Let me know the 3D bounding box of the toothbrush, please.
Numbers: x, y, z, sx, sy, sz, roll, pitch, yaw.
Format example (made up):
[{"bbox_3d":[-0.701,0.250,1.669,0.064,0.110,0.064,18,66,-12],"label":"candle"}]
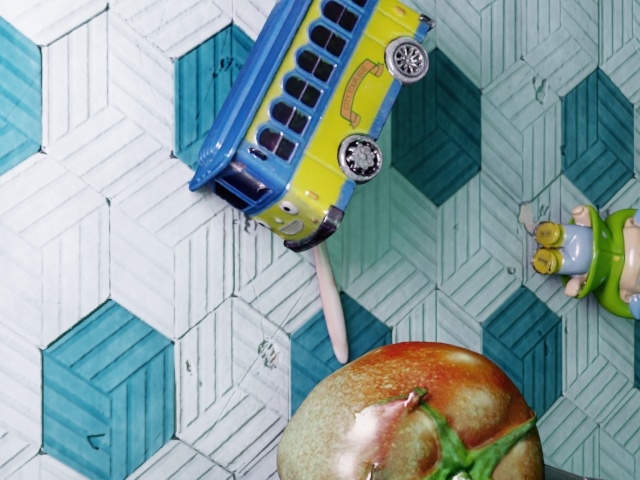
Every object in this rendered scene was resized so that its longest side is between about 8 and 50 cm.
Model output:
[{"bbox_3d":[0.000,0.000,1.753,0.025,0.029,0.307,-24,106,-47],"label":"toothbrush"}]

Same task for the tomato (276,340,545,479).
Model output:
[{"bbox_3d":[0.098,0.265,1.703,0.303,0.239,0.304,0,89,-30],"label":"tomato"}]

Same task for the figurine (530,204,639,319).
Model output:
[{"bbox_3d":[0.414,0.026,2.062,0.263,0.143,0.162,9,77,-24],"label":"figurine"}]

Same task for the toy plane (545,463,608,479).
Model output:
[{"bbox_3d":[0.380,0.354,1.935,0.212,0.267,0.088,54,52,-28],"label":"toy plane"}]

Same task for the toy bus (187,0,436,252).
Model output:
[{"bbox_3d":[-0.009,-0.149,1.645,0.175,0.138,0.288,31,68,-14],"label":"toy bus"}]
